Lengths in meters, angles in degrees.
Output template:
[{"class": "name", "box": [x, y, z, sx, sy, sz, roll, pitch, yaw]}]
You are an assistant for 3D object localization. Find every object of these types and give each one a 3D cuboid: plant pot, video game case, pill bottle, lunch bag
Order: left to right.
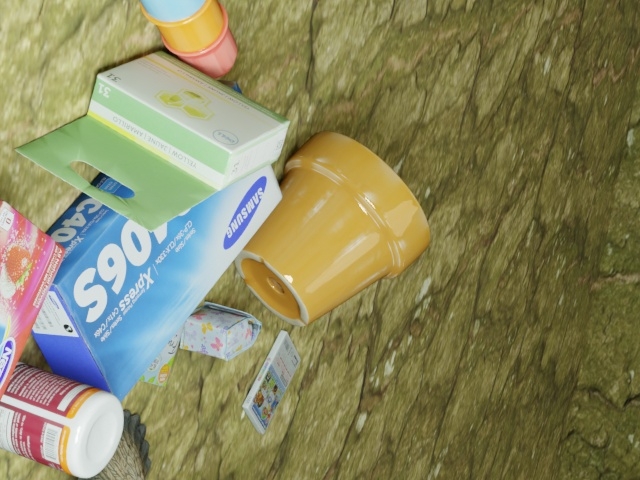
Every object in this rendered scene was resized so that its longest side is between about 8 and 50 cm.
[{"class": "pill bottle", "box": [-0.273, 0.166, 1.567, 0.086, 0.152, 0.086, -46, 145, -47]}, {"class": "lunch bag", "box": [-0.120, 0.105, 1.970, 0.083, 0.071, 0.053, -24, 123, -58]}, {"class": "video game case", "box": [-0.066, 0.193, 2.224, 0.122, 0.011, 0.087, -63, 155, -23]}, {"class": "plant pot", "box": [0.000, 0.000, 2.040, 0.188, 0.205, 0.205, -44, 147, -21]}]

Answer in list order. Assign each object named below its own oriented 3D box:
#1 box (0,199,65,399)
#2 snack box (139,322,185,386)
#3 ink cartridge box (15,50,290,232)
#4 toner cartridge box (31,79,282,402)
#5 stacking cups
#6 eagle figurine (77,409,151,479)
[{"class": "box", "box": [-0.340, 0.084, 1.400, 0.257, 0.122, 0.128, -68, 157, -13]}, {"class": "snack box", "box": [-0.189, 0.088, 1.845, 0.100, 0.037, 0.141, 29, 78, -65]}, {"class": "ink cartridge box", "box": [-0.161, -0.104, 1.610, 0.235, 0.171, 0.056, -33, 148, -56]}, {"class": "toner cartridge box", "box": [-0.176, -0.006, 1.723, 0.348, 0.075, 0.165, -54, 137, -38]}, {"class": "stacking cups", "box": [-0.155, -0.272, 1.636, 0.096, 0.096, 0.316, -66, 160, -17]}, {"class": "eagle figurine", "box": [-0.207, 0.351, 1.801, 0.298, 0.225, 0.226, -53, 132, -18]}]
